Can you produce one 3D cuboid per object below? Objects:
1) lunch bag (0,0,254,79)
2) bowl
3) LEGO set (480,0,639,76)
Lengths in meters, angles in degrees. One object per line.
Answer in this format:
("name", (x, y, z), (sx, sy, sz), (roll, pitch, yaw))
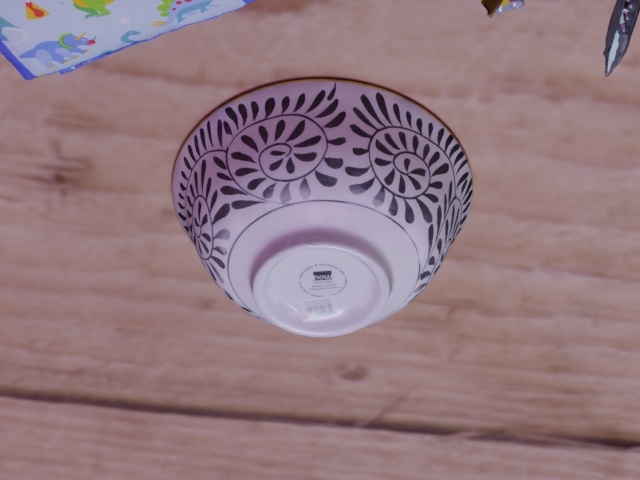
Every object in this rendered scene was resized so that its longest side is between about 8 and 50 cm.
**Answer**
("lunch bag", (-0.113, -0.155, 0.902), (0.129, 0.096, 0.151), (-17, 123, 16))
("bowl", (0.000, 0.000, 1.067), (0.170, 0.080, 0.170), (1, 135, 1))
("LEGO set", (0.190, -0.223, 0.726), (0.255, 0.192, 0.331), (-8, 135, -15))
